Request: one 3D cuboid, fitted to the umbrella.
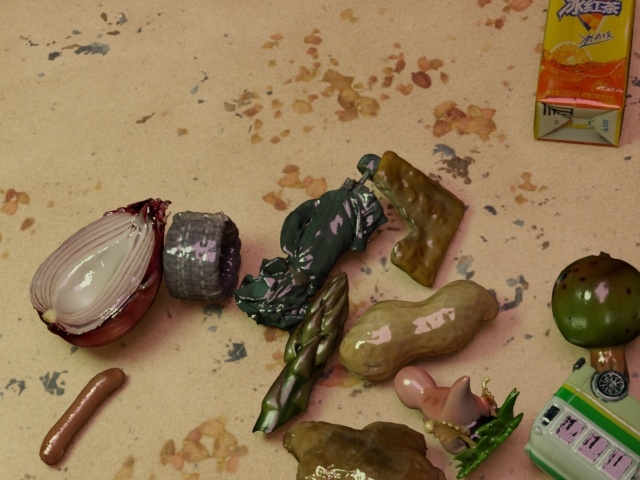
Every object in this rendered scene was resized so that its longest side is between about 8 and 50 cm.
[{"bbox_3d":[0.002,0.002,1.975,0.143,0.094,0.349,34,70,0],"label":"umbrella"}]

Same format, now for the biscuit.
[{"bbox_3d":[0.146,-0.033,1.966,0.174,0.039,0.183,32,61,-18],"label":"biscuit"}]

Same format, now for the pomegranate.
[{"bbox_3d":[0.424,0.118,1.820,0.159,0.159,0.205,-5,81,4],"label":"pomegranate"}]

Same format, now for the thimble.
[{"bbox_3d":[-0.190,0.027,1.953,0.097,0.150,0.150,4,57,12],"label":"thimble"}]

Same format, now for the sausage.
[{"bbox_3d":[-0.374,0.269,1.881,0.043,0.043,0.186,27,64,23],"label":"sausage"}]

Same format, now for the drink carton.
[{"bbox_3d":[0.471,-0.339,2.132,0.154,0.111,0.351,7,57,11],"label":"drink carton"}]

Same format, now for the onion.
[{"bbox_3d":[-0.325,0.055,1.955,0.283,0.120,0.227,-46,48,-6],"label":"onion"}]

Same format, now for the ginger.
[{"bbox_3d":[0.048,0.324,1.739,0.218,0.123,0.270,-26,47,-31],"label":"ginger"}]

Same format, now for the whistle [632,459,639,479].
[{"bbox_3d":[0.522,0.231,1.538,0.168,0.188,0.405,27,60,20],"label":"whistle"}]

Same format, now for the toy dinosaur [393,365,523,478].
[{"bbox_3d":[0.198,0.234,1.764,0.152,0.194,0.177,-43,82,-10],"label":"toy dinosaur"}]

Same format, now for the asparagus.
[{"bbox_3d":[-0.018,0.178,1.864,0.080,0.080,0.287,19,75,19],"label":"asparagus"}]

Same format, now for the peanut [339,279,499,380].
[{"bbox_3d":[0.151,0.134,1.863,0.263,0.101,0.117,-18,73,-4],"label":"peanut"}]

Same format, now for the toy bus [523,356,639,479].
[{"bbox_3d":[0.431,0.313,1.688,0.164,0.134,0.276,-42,60,-20],"label":"toy bus"}]
